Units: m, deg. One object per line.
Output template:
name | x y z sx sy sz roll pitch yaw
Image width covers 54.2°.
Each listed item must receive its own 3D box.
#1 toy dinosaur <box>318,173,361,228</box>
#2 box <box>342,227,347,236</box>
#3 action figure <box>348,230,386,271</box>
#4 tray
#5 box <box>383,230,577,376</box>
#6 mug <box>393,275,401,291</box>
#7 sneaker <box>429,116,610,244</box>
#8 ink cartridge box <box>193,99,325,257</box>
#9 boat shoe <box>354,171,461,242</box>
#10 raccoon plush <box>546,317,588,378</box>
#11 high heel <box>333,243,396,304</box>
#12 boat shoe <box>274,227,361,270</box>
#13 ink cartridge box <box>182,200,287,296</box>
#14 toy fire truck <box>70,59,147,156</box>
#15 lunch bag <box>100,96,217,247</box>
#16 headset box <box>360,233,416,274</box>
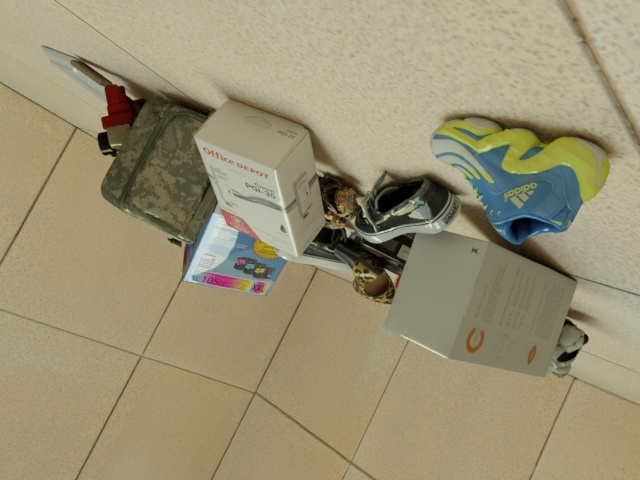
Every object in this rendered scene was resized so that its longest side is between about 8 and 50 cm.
toy dinosaur | 0.008 -0.076 1.509 0.218 0.164 0.322 11 154 2
box | 0.000 0.000 1.998 0.155 0.093 0.158 -14 160 10
action figure | 0.170 0.045 1.945 0.185 0.099 0.285 48 159 -18
tray | -0.627 -0.432 1.712 0.145 0.030 0.270 23 173 24
box | 0.323 0.125 1.230 0.345 0.215 0.168 19 180 -41
mug | 0.352 0.195 2.444 0.150 0.113 0.169 18 166 46
sneaker | 0.207 -0.070 0.744 0.091 0.126 0.240 32 172 -38
ink cartridge box | -0.117 -0.121 1.276 0.207 0.117 0.283 24 151 24
boat shoe | 0.133 -0.065 1.194 0.105 0.113 0.306 36 168 -20
raccoon plush | 0.479 0.219 1.680 0.446 0.216 0.299 20 176 46
high heel | 0.155 0.118 1.617 0.261 0.093 0.186 43 174 -31
boat shoe | 0.025 0.005 1.686 0.301 0.102 0.108 10 -148 -28
ink cartridge box | -0.204 -0.038 1.750 0.269 0.396 0.151 12 -140 -23
toy fire truck | -0.516 -0.340 1.593 0.158 0.247 0.217 -10 -176 1
lunch bag | -0.323 -0.160 1.459 0.256 0.305 0.212 28 177 34
headset box | 0.219 0.028 1.585 0.218 0.110 0.293 27 174 8
